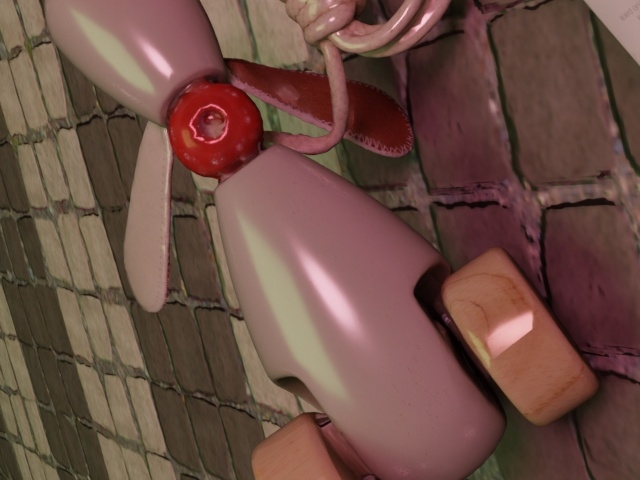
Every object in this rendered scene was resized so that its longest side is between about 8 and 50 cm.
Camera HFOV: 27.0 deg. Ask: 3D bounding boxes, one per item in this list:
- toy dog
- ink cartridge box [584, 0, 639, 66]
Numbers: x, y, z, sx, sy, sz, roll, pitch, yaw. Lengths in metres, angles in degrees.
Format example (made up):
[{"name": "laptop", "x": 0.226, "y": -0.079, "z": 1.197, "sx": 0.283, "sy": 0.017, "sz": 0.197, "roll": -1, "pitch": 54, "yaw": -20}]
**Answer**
[{"name": "toy dog", "x": 0.000, "y": 0.000, "z": 0.667, "sx": 0.161, "sy": 0.220, "sz": 0.333, "roll": 40, "pitch": -146, "yaw": -77}, {"name": "ink cartridge box", "x": 0.171, "y": -0.085, "z": 0.364, "sx": 0.224, "sy": 0.045, "sz": 0.223, "roll": 51, "pitch": 154, "yaw": -1}]
